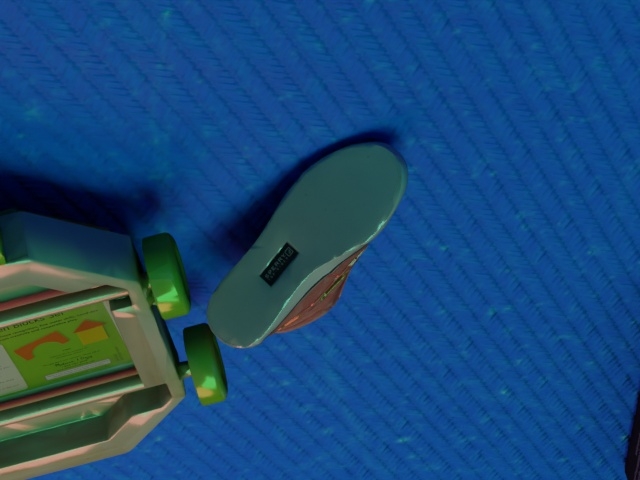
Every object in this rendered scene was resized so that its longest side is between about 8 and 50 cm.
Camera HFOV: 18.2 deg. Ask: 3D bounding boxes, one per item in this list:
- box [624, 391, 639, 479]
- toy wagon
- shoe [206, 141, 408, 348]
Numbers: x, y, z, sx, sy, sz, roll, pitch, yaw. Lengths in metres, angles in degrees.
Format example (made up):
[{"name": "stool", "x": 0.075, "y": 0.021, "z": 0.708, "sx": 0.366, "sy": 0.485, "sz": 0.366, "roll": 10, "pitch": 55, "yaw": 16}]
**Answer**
[{"name": "box", "x": 0.377, "y": 0.223, "z": 1.563, "sx": 0.179, "sy": 0.312, "sz": 0.343, "roll": -10, "pitch": 148, "yaw": -4}, {"name": "toy wagon", "x": -0.214, "y": 0.059, "z": 1.299, "sx": 0.267, "sy": 0.068, "sz": 0.344, "roll": -15, "pitch": 146, "yaw": 1}, {"name": "shoe", "x": 0.000, "y": 0.000, "z": 1.341, "sx": 0.178, "sy": 0.063, "sz": 0.081, "roll": -47, "pitch": 168, "yaw": 18}]
